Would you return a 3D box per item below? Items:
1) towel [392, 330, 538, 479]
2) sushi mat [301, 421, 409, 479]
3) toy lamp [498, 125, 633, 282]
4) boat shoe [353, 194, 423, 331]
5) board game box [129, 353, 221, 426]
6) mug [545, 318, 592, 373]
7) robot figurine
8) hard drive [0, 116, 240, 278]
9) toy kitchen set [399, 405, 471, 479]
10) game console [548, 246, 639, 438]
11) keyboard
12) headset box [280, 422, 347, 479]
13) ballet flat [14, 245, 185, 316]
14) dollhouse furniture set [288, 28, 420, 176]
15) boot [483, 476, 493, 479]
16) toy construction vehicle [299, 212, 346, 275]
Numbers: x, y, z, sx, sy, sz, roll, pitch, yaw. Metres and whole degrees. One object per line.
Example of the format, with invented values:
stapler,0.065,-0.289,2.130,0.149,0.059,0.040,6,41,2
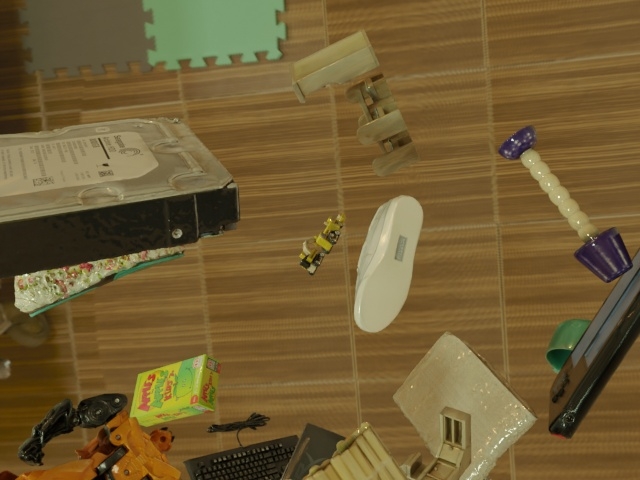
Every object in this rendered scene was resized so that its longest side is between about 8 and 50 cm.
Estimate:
towel,0.247,0.298,1.238,0.049,0.282,0.187,33,100,-29
sushi mat,0.050,0.264,0.382,0.151,0.019,0.316,-37,104,-15
toy lamp,0.390,-0.056,1.104,0.080,0.080,0.274,-37,70,10
boat shoe,0.076,0.029,0.891,0.066,0.063,0.184,20,76,-26
board game box,-0.264,0.274,1.257,0.181,0.043,0.092,-20,51,32
mug,0.553,0.229,1.497,0.129,0.158,0.097,45,61,-25
robot figurine,-0.272,0.299,0.733,0.211,0.291,0.085,52,138,1
hard drive,-0.278,-0.051,0.704,0.339,0.237,0.064,-10,120,-22
toy kitchen set,0.127,0.245,0.812,0.068,0.083,0.075,12,119,35
game console,0.481,0.121,1.113,0.060,0.342,0.386,32,100,20
keyboard,-0.170,0.489,1.592,0.033,0.317,0.201,-53,54,31
headset box,-0.008,0.420,1.013,0.110,0.293,0.218,17,56,14
ballet flat,-0.309,0.029,0.966,0.241,0.091,0.077,-22,93,-24
dollhouse furniture set,0.064,-0.257,1.358,0.161,0.212,0.242,-23,123,10
boot,0.407,0.621,1.677,0.095,0.258,0.123,-28,75,-22
toy construction vehicle,0.000,0.000,0.987,0.035,0.098,0.085,31,124,-3
